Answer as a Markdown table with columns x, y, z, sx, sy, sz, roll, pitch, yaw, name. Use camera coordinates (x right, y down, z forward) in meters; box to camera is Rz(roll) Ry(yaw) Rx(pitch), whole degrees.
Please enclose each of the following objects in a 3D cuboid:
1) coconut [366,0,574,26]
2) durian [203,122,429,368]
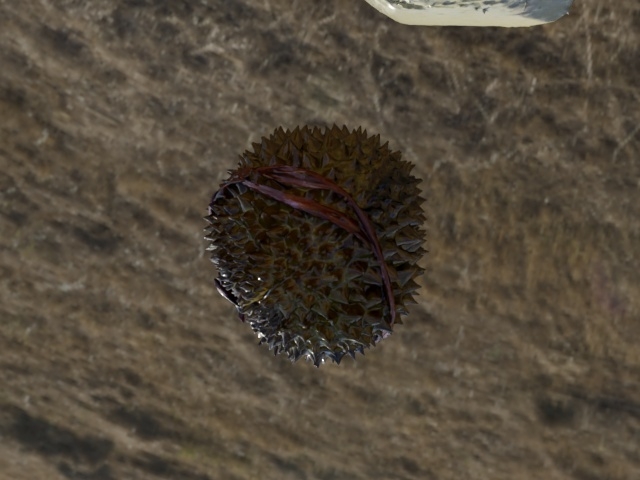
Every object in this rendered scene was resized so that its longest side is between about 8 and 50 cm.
| x | y | z | sx | sy | sz | roll | pitch | yaw | name |
| --- | --- | --- | --- | --- | --- | --- | --- | --- | --- |
| 0.124 | -0.278 | 0.732 | 0.247 | 0.245 | 0.245 | 3 | 150 | 9 | coconut |
| 0.001 | 0.004 | 1.421 | 0.347 | 0.384 | 0.348 | 1 | 124 | 1 | durian |
